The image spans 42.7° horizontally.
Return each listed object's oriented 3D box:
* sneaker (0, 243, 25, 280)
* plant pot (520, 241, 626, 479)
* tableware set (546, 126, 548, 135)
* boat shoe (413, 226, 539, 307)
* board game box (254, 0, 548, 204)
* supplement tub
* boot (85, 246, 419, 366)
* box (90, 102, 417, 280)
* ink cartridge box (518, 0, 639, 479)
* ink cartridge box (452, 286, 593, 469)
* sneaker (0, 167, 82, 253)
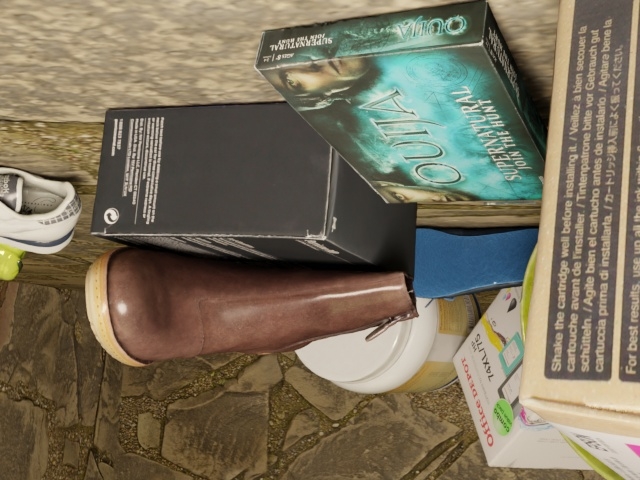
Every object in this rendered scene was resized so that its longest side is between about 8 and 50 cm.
[{"bbox_3d":[-0.475,-0.008,1.145,0.123,0.109,0.295,31,162,-23],"label":"sneaker"},{"bbox_3d":[0.395,0.074,0.777,0.293,0.275,0.275,-9,179,-29],"label":"plant pot"},{"bbox_3d":[0.204,-0.066,0.518,0.128,0.039,0.194,23,158,-37],"label":"tableware set"},{"bbox_3d":[0.187,0.036,1.047,0.258,0.109,0.089,3,176,24],"label":"boat shoe"},{"bbox_3d":[0.062,-0.068,0.479,0.126,0.026,0.186,0,159,29],"label":"board game box"},{"bbox_3d":[0.110,0.131,1.317,0.228,0.228,0.316,-1,171,30],"label":"supplement tub"},{"bbox_3d":[-0.038,0.039,0.625,0.207,0.090,0.248,-11,167,13],"label":"boot"},{"bbox_3d":[-0.035,-0.028,0.684,0.184,0.103,0.261,4,172,20],"label":"box"},{"bbox_3d":[0.177,0.014,0.395,0.088,0.193,0.235,0,158,31],"label":"ink cartridge box"},{"bbox_3d":[0.352,0.172,1.165,0.197,0.198,0.270,6,133,-20],"label":"ink cartridge box"},{"bbox_3d":[-0.370,-0.046,0.851,0.235,0.090,0.095,3,160,-20],"label":"sneaker"}]
